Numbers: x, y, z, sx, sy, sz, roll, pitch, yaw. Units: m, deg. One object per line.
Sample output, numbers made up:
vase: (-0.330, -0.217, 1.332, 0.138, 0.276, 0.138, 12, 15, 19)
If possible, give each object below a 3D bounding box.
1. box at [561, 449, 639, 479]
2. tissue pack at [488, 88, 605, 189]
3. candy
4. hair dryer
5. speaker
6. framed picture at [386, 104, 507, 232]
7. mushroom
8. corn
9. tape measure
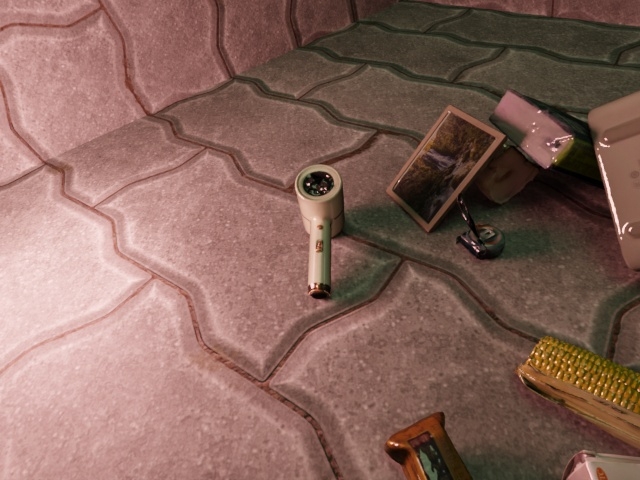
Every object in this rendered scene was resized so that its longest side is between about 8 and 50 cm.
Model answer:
box: (0.459, 0.466, 0.525, 0.173, 0.145, 0.333, 0, 44, 7)
tissue pack: (0.709, -0.271, 1.158, 0.393, 0.124, 0.288, 9, 38, -27)
candy: (0.207, 0.424, 0.652, 0.143, 0.101, 0.272, -15, 49, -15)
hair dryer: (0.000, 0.000, 1.093, 0.127, 0.203, 0.363, -1, 60, 4)
speaker: (0.776, -0.145, 0.923, 0.183, 0.184, 0.407, -3, 80, -29)
framed picture: (0.348, -0.212, 1.193, 0.020, 0.324, 0.241, 18, 26, -39)
mushroom: (0.498, -0.218, 1.224, 0.236, 0.162, 0.173, 15, 19, -42)
corn: (0.518, 0.281, 0.743, 0.305, 0.122, 0.123, 26, 81, 35)
tape measure: (0.418, -0.043, 1.060, 0.107, 0.180, 0.104, -24, 29, -14)
